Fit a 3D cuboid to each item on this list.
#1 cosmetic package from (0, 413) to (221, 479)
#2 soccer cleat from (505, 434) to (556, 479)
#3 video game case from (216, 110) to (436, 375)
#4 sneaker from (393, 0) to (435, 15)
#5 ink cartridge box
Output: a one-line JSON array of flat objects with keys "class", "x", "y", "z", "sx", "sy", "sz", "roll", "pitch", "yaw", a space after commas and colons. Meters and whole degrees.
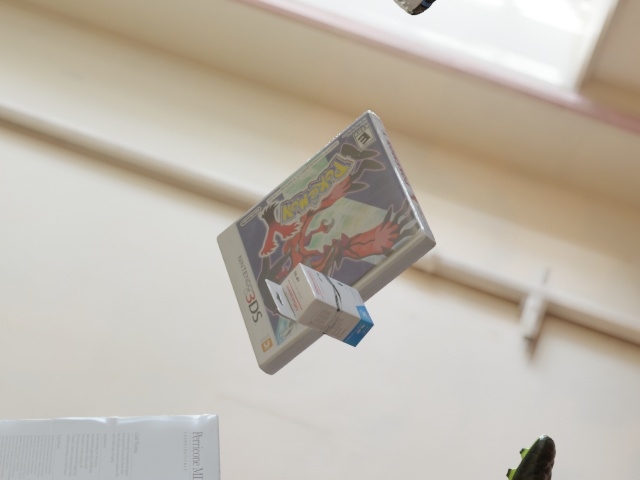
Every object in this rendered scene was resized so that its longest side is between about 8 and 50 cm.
[{"class": "cosmetic package", "x": -0.236, "y": 0.322, "z": 1.888, "sx": 0.377, "sy": 0.284, "sz": 0.097, "roll": -95, "pitch": 3, "yaw": -57}, {"class": "soccer cleat", "x": 0.209, "y": 0.283, "z": 1.918, "sx": 0.060, "sy": 0.072, "sz": 0.179, "roll": 13, "pitch": -83, "yaw": -62}, {"class": "video game case", "x": 0.000, "y": 0.000, "z": 1.772, "sx": 0.201, "sy": 0.023, "sz": 0.183, "roll": -39, "pitch": 42, "yaw": 17}, {"class": "sneaker", "x": 0.040, "y": -0.258, "z": 1.489, "sx": 0.080, "sy": 0.081, "sz": 0.211, "roll": -53, "pitch": 32, "yaw": 21}, {"class": "ink cartridge box", "x": -0.001, "y": 0.050, "z": 1.569, "sx": 0.028, "sy": 0.083, "sz": 0.048, "roll": -50, "pitch": 38, "yaw": 20}]
